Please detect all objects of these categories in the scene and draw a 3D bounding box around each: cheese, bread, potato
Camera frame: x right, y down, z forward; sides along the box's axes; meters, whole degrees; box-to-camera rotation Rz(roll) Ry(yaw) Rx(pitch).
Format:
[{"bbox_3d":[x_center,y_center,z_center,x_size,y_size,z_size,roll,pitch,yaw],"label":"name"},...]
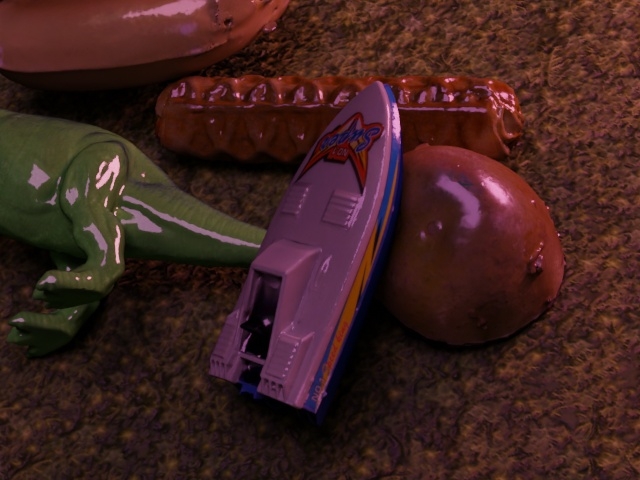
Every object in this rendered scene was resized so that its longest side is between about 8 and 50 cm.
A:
[{"bbox_3d":[-0.170,-0.250,1.593,0.316,0.128,0.259,-1,47,27],"label":"cheese"},{"bbox_3d":[0.013,-0.116,1.485,0.368,0.077,0.084,3,53,16],"label":"bread"},{"bbox_3d":[0.117,-0.020,1.339,0.182,0.117,0.202,-24,61,-10],"label":"potato"}]

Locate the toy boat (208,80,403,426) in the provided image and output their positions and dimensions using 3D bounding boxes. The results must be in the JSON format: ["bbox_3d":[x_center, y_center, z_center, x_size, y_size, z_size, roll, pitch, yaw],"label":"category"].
[{"bbox_3d":[0.000,0.000,1.316,0.129,0.088,0.295,14,80,50],"label":"toy boat"}]

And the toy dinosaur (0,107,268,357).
[{"bbox_3d":[-0.188,-0.081,1.489,0.500,0.144,0.374,-12,57,-11],"label":"toy dinosaur"}]
